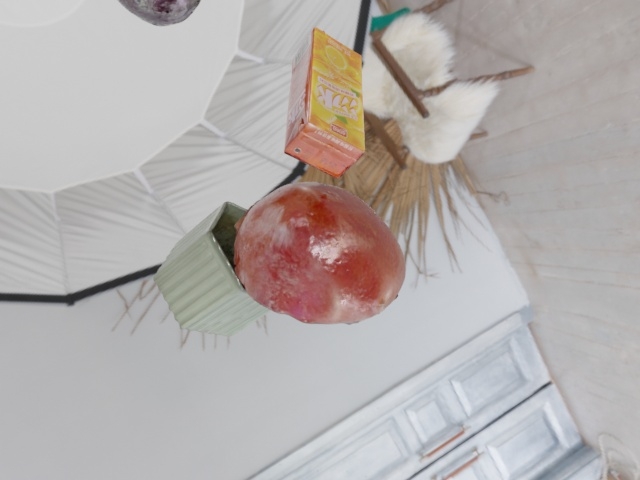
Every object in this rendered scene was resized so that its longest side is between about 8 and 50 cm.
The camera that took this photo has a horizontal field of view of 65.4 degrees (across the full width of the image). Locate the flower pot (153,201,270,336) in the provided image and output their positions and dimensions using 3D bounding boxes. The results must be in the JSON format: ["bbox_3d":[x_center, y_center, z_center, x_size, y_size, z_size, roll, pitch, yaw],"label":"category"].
[{"bbox_3d":[-0.190,0.063,1.022,0.239,0.189,0.209,24,-139,-46],"label":"flower pot"}]

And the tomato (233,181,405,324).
[{"bbox_3d":[-0.002,-0.006,0.853,0.309,0.309,0.170,53,158,42],"label":"tomato"}]

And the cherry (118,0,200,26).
[{"bbox_3d":[-0.316,-0.502,0.926,0.195,0.195,0.195,59,170,16],"label":"cherry"}]

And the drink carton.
[{"bbox_3d":[0.008,-0.207,0.738,0.071,0.096,0.223,-42,35,43],"label":"drink carton"}]
